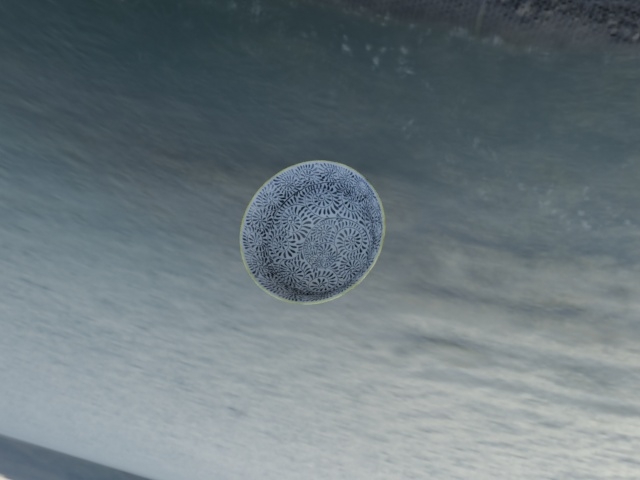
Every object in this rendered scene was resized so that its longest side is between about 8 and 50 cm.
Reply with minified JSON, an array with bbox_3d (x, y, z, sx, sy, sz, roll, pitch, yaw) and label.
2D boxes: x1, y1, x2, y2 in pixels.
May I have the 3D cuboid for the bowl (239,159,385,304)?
[{"bbox_3d":[0.000,0.000,0.793,0.170,0.170,0.080,8,165,21],"label":"bowl"}]
